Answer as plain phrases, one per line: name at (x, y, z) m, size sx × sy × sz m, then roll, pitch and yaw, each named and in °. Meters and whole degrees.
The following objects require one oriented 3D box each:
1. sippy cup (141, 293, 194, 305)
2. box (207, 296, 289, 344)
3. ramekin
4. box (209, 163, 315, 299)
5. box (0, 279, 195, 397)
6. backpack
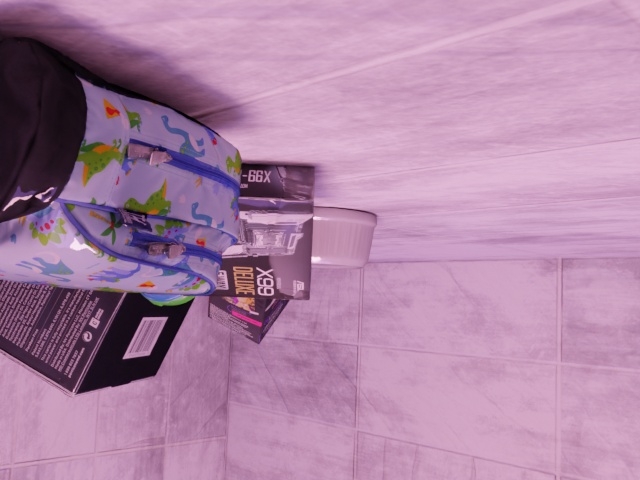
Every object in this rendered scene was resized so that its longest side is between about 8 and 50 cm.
sippy cup at (-0.367, 0.003, 1.422) m, size 0.240 × 0.305 × 0.224 m, roll 40°, pitch -177°, yaw 31°
box at (-0.144, 0.074, 1.474) m, size 0.143 × 0.165 × 0.270 m, roll 27°, pitch 141°, yaw 10°
ramekin at (0.000, 0.000, 1.615) m, size 0.272 × 0.127 × 0.273 m, roll 2°, pitch 174°, yaw 0°
box at (-0.133, -0.007, 1.163) m, size 0.242 × 0.076 × 0.307 m, roll 3°, pitch 145°, yaw -1°
box at (-0.662, 0.152, 1.791) m, size 0.471 × 0.297 × 0.480 m, roll 26°, pitch 179°, yaw 11°
backpack at (-0.241, -0.054, 0.720) m, size 0.290 × 0.273 × 0.355 m, roll -8°, pitch -177°, yaw 27°
